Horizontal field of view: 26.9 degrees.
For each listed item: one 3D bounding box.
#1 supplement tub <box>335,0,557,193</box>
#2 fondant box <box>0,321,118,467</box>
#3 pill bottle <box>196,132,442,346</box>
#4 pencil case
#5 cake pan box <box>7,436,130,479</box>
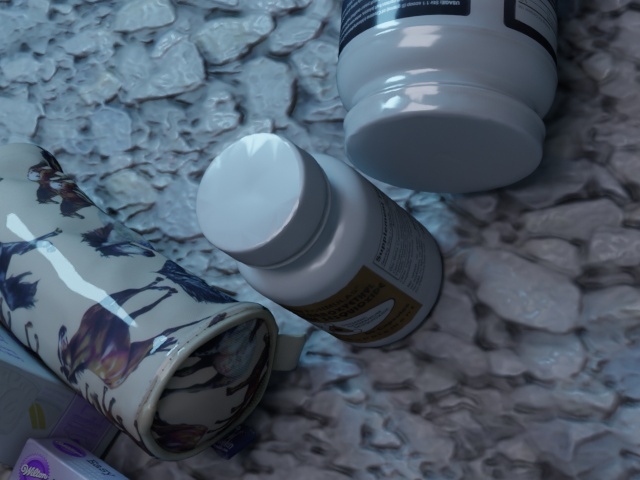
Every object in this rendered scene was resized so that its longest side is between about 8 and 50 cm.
[{"bbox_3d":[0.113,-0.197,1.172,0.191,0.191,0.272,-7,66,28],"label":"supplement tub"},{"bbox_3d":[-0.375,0.095,1.308,0.330,0.238,0.096,34,88,36],"label":"fondant box"},{"bbox_3d":[0.000,0.000,1.131,0.131,0.229,0.131,-12,65,27],"label":"pill bottle"},{"bbox_3d":[-0.213,0.047,1.283,0.410,0.183,0.159,33,114,37],"label":"pencil case"},{"bbox_3d":[-0.208,0.336,1.178,0.267,0.070,0.245,29,92,28],"label":"cake pan box"}]
